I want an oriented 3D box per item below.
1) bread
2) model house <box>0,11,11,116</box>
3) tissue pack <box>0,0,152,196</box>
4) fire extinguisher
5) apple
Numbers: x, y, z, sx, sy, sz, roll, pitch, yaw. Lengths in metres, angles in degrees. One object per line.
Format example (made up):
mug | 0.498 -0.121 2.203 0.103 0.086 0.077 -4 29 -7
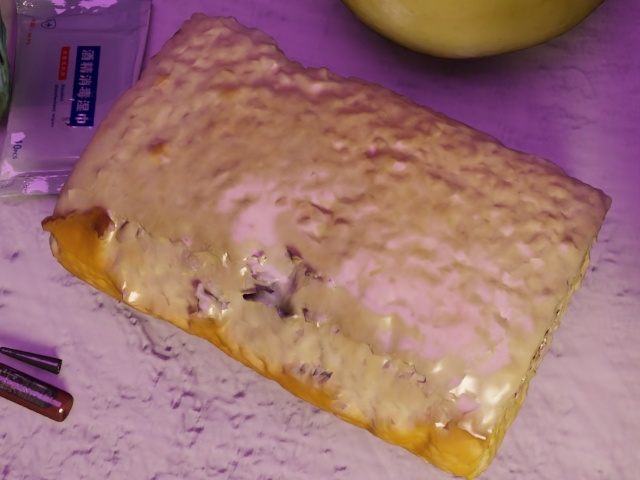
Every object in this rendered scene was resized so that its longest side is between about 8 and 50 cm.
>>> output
bread | 0.000 0.000 0.974 0.375 0.165 0.237 28 68 16
model house | -0.347 -0.263 1.086 0.225 0.261 0.241 8 55 1
tissue pack | -0.211 -0.127 1.122 0.122 0.026 0.193 -2 68 5
fire extinguisher | -0.238 0.104 1.026 0.100 0.032 0.046 23 82 8
apple | 0.122 -0.293 1.035 0.291 0.254 0.292 -4 69 10
